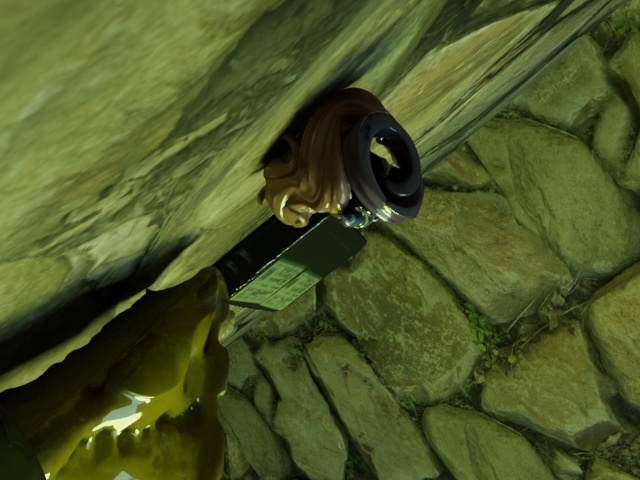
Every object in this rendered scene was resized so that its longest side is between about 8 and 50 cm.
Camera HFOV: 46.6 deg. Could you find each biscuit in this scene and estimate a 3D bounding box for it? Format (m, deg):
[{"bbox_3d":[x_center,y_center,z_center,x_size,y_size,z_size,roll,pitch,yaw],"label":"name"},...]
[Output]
[{"bbox_3d":[-0.226,0.185,1.527,0.061,0.055,0.219,-51,174,10],"label":"biscuit"}]

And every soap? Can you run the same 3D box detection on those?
[{"bbox_3d":[-0.229,0.139,0.621,0.169,0.305,0.338,-9,160,29],"label":"soap"}]

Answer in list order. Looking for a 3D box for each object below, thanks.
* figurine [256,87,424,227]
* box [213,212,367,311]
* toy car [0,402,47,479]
[{"bbox_3d":[0.007,-0.066,0.654,0.156,0.126,0.114,-2,157,28],"label":"figurine"},{"bbox_3d":[-0.040,0.025,1.151,0.211,0.058,0.350,-37,168,3],"label":"box"},{"bbox_3d":[-0.193,0.227,0.326,0.242,0.336,0.226,-36,177,-35],"label":"toy car"}]
